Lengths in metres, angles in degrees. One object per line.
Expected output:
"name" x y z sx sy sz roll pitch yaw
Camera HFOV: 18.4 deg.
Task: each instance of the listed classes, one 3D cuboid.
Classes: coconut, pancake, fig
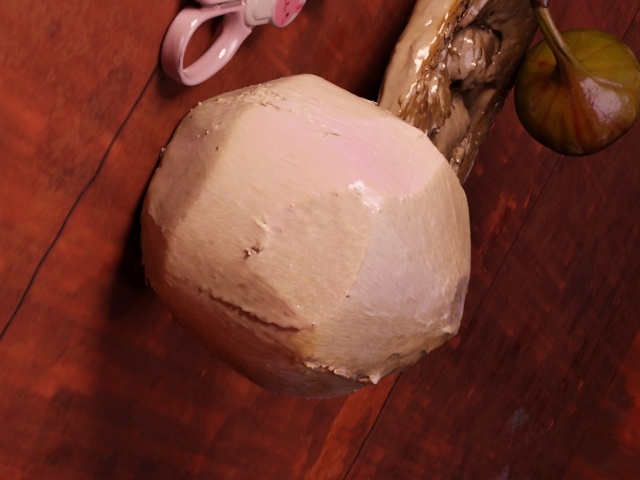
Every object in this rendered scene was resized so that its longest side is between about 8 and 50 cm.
"coconut" -0.001 0.002 1.415 0.227 0.230 0.227 -51 157 -31
"pancake" 0.097 -0.108 1.767 0.387 0.082 0.387 -60 165 -28
"fig" 0.228 -0.158 1.796 0.124 0.124 0.236 -60 159 -10

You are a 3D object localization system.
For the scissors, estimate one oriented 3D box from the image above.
"scissors" -0.032 -0.177 1.402 0.242 0.030 0.118 -24 138 -59
